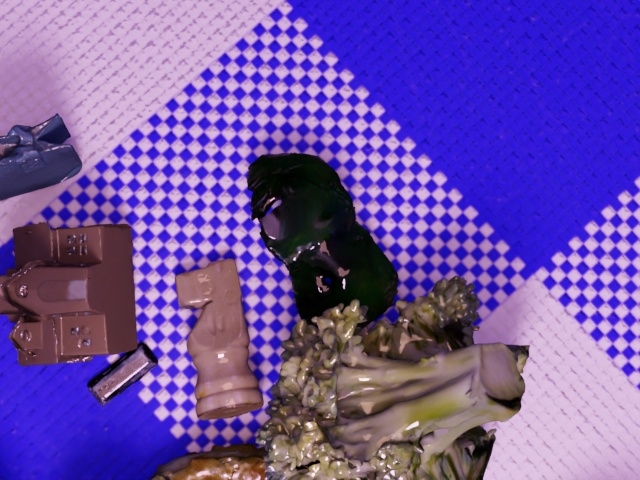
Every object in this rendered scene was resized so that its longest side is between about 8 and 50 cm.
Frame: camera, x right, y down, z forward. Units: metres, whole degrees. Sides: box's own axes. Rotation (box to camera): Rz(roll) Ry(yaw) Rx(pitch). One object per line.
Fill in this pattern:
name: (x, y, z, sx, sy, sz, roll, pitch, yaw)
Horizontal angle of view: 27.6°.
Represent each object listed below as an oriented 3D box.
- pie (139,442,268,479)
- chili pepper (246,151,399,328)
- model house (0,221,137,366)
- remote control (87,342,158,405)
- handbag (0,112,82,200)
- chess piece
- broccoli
pie: (-0.088, 0.401, 1.648, 0.354, 0.103, 0.288, 1, 91, -4)
chili pepper: (-0.001, -0.004, 1.684, 0.148, 0.116, 0.265, -26, 87, -8)
model house: (-0.377, 0.070, 1.649, 0.248, 0.176, 0.181, -6, 85, 13)
remote control: (-0.259, 0.175, 1.703, 0.096, 0.014, 0.039, -37, 88, -5)
handbag: (-0.420, -0.089, 1.638, 0.229, 0.179, 0.062, -19, 85, -7)
chess piece: (-0.132, 0.126, 1.690, 0.090, 0.090, 0.200, -10, 74, -4)
broccoli: (0.098, 0.199, 1.580, 0.317, 0.338, 0.277, -22, 70, 14)
